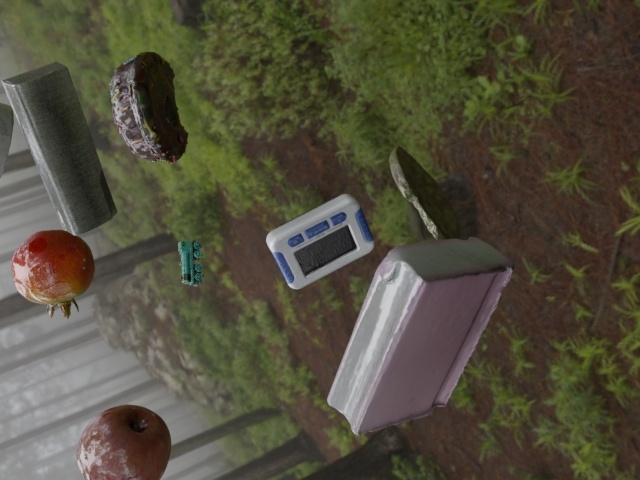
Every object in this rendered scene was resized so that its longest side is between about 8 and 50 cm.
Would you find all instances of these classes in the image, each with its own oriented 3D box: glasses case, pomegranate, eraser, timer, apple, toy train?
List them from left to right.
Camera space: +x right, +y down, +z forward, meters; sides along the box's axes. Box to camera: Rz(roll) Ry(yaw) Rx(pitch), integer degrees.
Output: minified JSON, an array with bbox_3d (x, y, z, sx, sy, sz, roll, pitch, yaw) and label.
[{"bbox_3d":[-0.746,0.096,1.895,0.221,0.221,0.256,-157,55,-71],"label":"pomegranate"},{"bbox_3d":[-0.317,-0.110,0.838,0.047,0.071,0.204,23,134,42],"label":"glasses case"},{"bbox_3d":[-0.322,0.343,1.122,0.120,0.153,0.153,-62,40,25],"label":"apple"},{"bbox_3d":[-0.243,0.042,1.265,0.029,0.045,0.092,133,135,-57],"label":"toy train"},{"bbox_3d":[0.000,0.000,1.734,0.178,0.254,0.078,67,174,-34],"label":"timer"},{"bbox_3d":[0.188,0.176,1.277,0.122,0.272,0.359,44,128,42],"label":"eraser"}]

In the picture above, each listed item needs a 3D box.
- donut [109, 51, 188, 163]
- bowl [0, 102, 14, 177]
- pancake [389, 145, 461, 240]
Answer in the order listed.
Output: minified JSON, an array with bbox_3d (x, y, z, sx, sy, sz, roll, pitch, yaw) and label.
[{"bbox_3d":[-0.354,-0.264,1.382,0.216,0.096,0.230,-75,-24,-63],"label":"donut"},{"bbox_3d":[-0.909,-0.232,1.736,0.287,0.144,0.286,-20,63,47],"label":"bowl"},{"bbox_3d":[0.215,-0.089,1.399,0.236,0.042,0.222,43,-154,-26],"label":"pancake"}]
